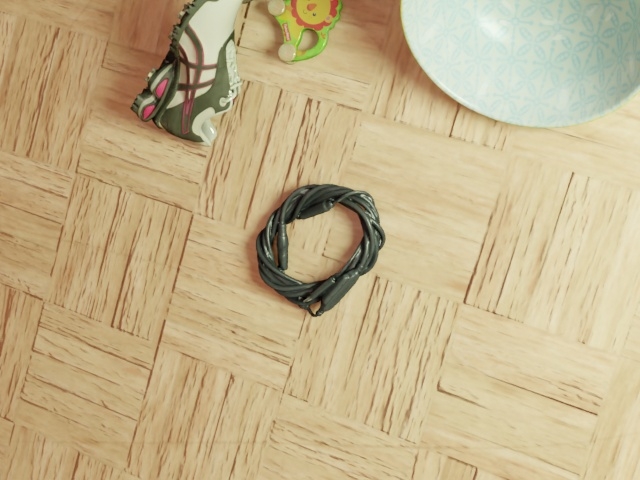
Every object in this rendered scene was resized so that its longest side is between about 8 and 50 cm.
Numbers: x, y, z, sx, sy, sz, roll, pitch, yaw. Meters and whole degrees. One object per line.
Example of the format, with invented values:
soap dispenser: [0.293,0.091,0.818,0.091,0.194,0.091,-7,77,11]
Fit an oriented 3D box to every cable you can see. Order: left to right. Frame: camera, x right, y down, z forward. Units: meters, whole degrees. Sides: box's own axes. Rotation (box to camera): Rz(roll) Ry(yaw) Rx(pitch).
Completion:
cable: [0.000,0.000,1.149,0.150,0.047,0.184,44,107,16]

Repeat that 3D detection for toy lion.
toy lion: [-0.016,-0.293,1.144,0.096,0.034,0.100,-13,89,10]

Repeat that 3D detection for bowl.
bowl: [0.250,-0.284,0.974,0.289,0.289,0.156,17,56,16]

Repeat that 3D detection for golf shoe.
golf shoe: [-0.142,-0.239,1.123,0.120,0.105,0.273,33,134,-6]

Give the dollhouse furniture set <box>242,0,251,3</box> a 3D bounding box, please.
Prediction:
dollhouse furniture set: [-0.108,-0.405,1.085,0.101,0.182,0.161,-19,87,17]
